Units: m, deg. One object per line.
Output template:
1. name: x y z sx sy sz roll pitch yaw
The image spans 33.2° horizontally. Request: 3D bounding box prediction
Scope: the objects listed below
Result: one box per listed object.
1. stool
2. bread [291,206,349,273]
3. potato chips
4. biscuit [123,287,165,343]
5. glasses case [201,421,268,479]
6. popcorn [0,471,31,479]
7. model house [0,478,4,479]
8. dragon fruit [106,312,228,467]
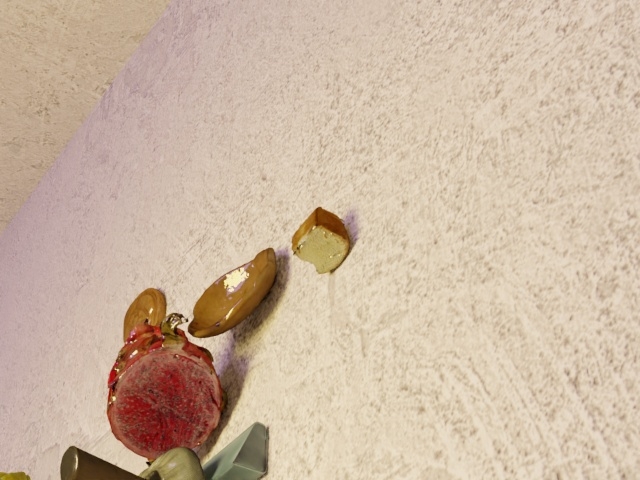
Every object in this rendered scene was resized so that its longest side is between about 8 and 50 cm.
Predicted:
1. stool: -0.329 0.487 1.636 0.310 0.226 0.310 -42 46 36
2. bread: 0.002 0.000 1.729 0.083 0.076 0.070 -51 17 26
3. potato chips: -0.145 0.103 1.899 0.208 0.062 0.195 -48 18 -13
4. biscuit: -0.387 0.171 2.349 0.142 0.029 0.220 -65 25 -1
5. glasses case: -0.173 0.398 1.736 0.266 0.056 0.105 -43 9 37
6. popcorn: -0.704 0.621 2.348 0.212 0.259 0.259 -40 32 14
7. model house: -0.651 0.656 2.120 0.249 0.230 0.280 -52 39 8
8. dragon fruit: -0.264 0.246 1.846 0.147 0.211 0.282 -142 58 -72
